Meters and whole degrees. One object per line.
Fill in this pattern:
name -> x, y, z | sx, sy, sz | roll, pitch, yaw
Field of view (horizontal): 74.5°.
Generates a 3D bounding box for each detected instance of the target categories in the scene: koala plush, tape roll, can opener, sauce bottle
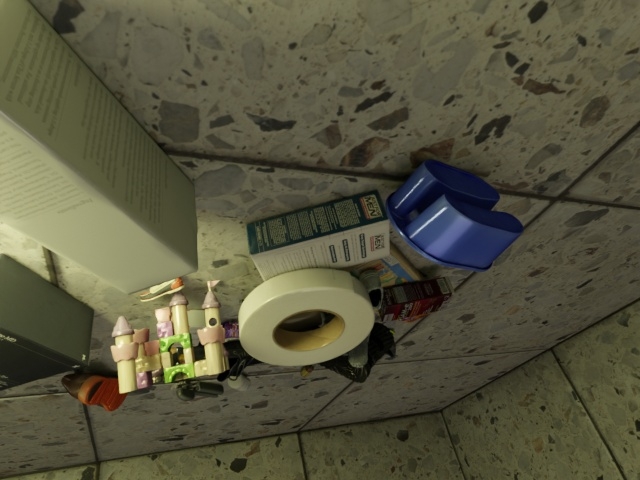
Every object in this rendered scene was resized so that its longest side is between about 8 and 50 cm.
koala plush -> 0.076, 0.307, 1.479 | 0.196, 0.203, 0.221 | 14, 179, -4
tape roll -> -0.037, 0.231, 1.201 | 0.392, 0.072, 0.392 | -7, 136, -7
can opener -> -0.550, 0.679, 1.886 | 0.074, 0.093, 0.280 | -29, 148, 19
sauce bottle -> -0.055, 0.613, 2.010 | 0.042, 0.042, 0.128 | 7, 141, -28

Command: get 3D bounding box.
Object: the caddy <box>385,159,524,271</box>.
caddy -> 0.318, -0.047, 1.032 | 0.341, 0.241, 0.179 | 11, 134, -31

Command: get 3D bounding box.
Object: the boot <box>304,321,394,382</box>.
boot -> 0.090, 0.383, 1.644 | 0.260, 0.348, 0.131 | -39, 151, -51

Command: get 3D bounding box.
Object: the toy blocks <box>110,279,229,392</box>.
toy blocks -> -0.413, 0.267, 1.209 | 0.289, 0.260, 0.309 | -10, 167, -8

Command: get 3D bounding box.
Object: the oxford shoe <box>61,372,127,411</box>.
oxford shoe -> -0.844, 0.560, 1.608 | 0.133, 0.130, 0.363 | 19, 153, 9

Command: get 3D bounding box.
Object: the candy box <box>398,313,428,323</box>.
candy box -> 0.338, 0.273, 1.661 | 0.187, 0.053, 0.109 | 23, 132, -40

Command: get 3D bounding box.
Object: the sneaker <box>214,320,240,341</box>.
sneaker -> -0.300, 0.309, 1.465 | 0.170, 0.068, 0.071 | -16, 140, 3

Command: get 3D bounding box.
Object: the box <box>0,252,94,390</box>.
box -> -0.818, 0.225, 1.050 | 0.313, 0.178, 0.343 | -15, 146, 2

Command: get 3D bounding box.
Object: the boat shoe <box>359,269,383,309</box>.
boat shoe -> 0.159, 0.180, 1.342 | 0.079, 0.081, 0.227 | -12, 146, -3

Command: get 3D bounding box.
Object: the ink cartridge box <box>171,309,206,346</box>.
ink cartridge box -> -0.445, 0.290, 1.383 | 0.109, 0.063, 0.150 | 5, 141, -25

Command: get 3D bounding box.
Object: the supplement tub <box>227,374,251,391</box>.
supplement tub -> -0.368, 0.646, 1.915 | 0.071, 0.071, 0.107 | -19, 145, 7

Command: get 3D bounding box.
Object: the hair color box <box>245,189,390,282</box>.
hair color box -> 0.000, 0.000, 1.096 | 0.347, 0.105, 0.174 | -14, 146, 0

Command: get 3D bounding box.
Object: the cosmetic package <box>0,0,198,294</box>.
cosmetic package -> -0.387, -0.117, 0.679 | 0.162, 0.230, 0.453 | -20, 145, 8

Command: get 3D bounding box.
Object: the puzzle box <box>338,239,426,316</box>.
puzzle box -> 0.187, 0.147, 1.424 | 0.272, 0.052, 0.409 | -27, 144, 19

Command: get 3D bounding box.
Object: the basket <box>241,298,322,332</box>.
basket -> -0.118, 0.243, 1.368 | 0.227, 0.154, 0.204 | -15, 140, -6

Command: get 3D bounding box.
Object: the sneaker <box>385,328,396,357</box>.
sneaker -> 0.196, 0.462, 1.815 | 0.300, 0.121, 0.111 | -5, 144, -14

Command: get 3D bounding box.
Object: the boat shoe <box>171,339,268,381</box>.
boat shoe -> -0.334, 0.441, 1.562 | 0.500, 0.156, 0.187 | 11, 137, -33

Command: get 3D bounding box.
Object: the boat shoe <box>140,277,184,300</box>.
boat shoe -> -0.448, 0.133, 1.179 | 0.137, 0.049, 0.043 | -20, 103, 12

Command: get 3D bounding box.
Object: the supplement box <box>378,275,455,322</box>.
supplement box -> 0.324, 0.204, 1.447 | 0.240, 0.073, 0.130 | -10, 146, -6
